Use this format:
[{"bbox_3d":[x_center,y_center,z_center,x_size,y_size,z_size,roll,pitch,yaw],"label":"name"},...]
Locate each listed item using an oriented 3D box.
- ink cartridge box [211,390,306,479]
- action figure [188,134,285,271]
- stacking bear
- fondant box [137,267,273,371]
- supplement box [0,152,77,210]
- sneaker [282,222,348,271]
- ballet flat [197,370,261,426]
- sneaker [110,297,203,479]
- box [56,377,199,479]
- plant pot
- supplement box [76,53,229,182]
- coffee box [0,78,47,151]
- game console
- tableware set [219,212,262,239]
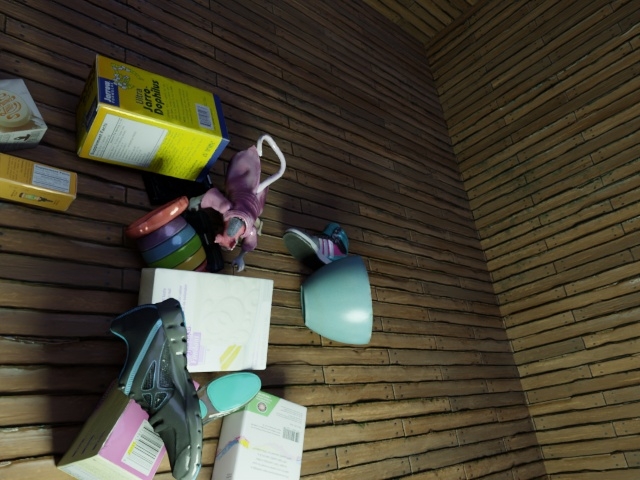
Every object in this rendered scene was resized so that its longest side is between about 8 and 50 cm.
[{"bbox_3d":[-0.158,0.553,1.294,0.201,0.117,0.278,31,48,-30],"label":"ink cartridge box"},{"bbox_3d":[-0.212,-0.091,1.450,0.248,0.275,0.370,48,24,-27],"label":"action figure"},{"bbox_3d":[-0.374,0.053,1.336,0.175,0.164,0.289,-40,110,-32],"label":"stacking bear"},{"bbox_3d":[-0.286,0.202,1.251,0.330,0.096,0.239,10,82,-38],"label":"fondant box"},{"bbox_3d":[-0.705,-0.142,1.169,0.233,0.078,0.080,18,53,-39],"label":"supplement box"},{"bbox_3d":[0.000,0.000,1.768,0.295,0.123,0.179,41,48,-33],"label":"sneaker"},{"bbox_3d":[-0.283,0.404,1.233,0.280,0.096,0.095,-21,80,-30],"label":"ballet flat"},{"bbox_3d":[-0.306,0.288,0.950,0.139,0.125,0.341,-10,76,-19],"label":"sneaker"},{"bbox_3d":[-0.401,0.388,1.043,0.117,0.243,0.214,42,43,-20],"label":"box"},{"bbox_3d":[0.040,0.197,1.619,0.195,0.290,0.291,-3,65,-8],"label":"plant pot"},{"bbox_3d":[-0.468,-0.327,1.394,0.356,0.194,0.195,10,50,-39],"label":"supplement box"},{"bbox_3d":[-0.791,-0.279,1.142,0.246,0.098,0.141,-26,87,-50],"label":"coffee box"},{"bbox_3d":[-0.388,-0.072,1.479,0.213,0.044,0.362,-7,72,-47],"label":"game console"},{"bbox_3d":[-0.253,-0.071,1.615,0.169,0.020,0.141,52,34,-19],"label":"tableware set"}]
